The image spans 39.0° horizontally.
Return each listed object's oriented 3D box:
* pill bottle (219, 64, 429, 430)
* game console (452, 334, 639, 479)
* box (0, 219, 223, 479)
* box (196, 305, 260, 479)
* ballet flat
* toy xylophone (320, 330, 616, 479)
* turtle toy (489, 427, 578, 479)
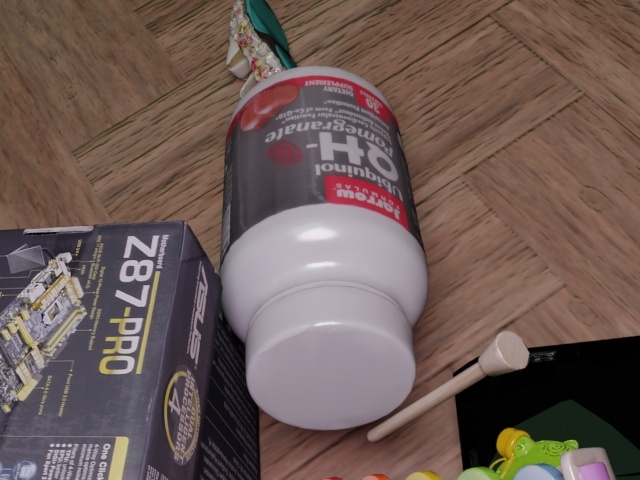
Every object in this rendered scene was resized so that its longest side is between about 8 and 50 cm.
[{"bbox_3d":[0.000,0.000,0.796,0.176,0.176,0.318,-12,42,7],"label":"pill bottle"},{"bbox_3d":[0.226,0.244,0.698,0.213,0.044,0.361,-8,57,9],"label":"game console"},{"bbox_3d":[-0.246,0.177,0.576,0.318,0.097,0.395,-5,57,13],"label":"box"},{"bbox_3d":[-0.210,0.231,0.717,0.293,0.212,0.395,-10,57,7],"label":"box"},{"bbox_3d":[-0.068,-0.201,1.043,0.077,0.091,0.241,-37,50,16],"label":"ballet flat"},{"bbox_3d":[0.091,0.211,0.625,0.081,0.322,0.236,2,54,-37],"label":"toy xylophone"},{"bbox_3d":[0.161,0.206,0.673,0.095,0.066,0.130,15,65,52],"label":"turtle toy"}]
